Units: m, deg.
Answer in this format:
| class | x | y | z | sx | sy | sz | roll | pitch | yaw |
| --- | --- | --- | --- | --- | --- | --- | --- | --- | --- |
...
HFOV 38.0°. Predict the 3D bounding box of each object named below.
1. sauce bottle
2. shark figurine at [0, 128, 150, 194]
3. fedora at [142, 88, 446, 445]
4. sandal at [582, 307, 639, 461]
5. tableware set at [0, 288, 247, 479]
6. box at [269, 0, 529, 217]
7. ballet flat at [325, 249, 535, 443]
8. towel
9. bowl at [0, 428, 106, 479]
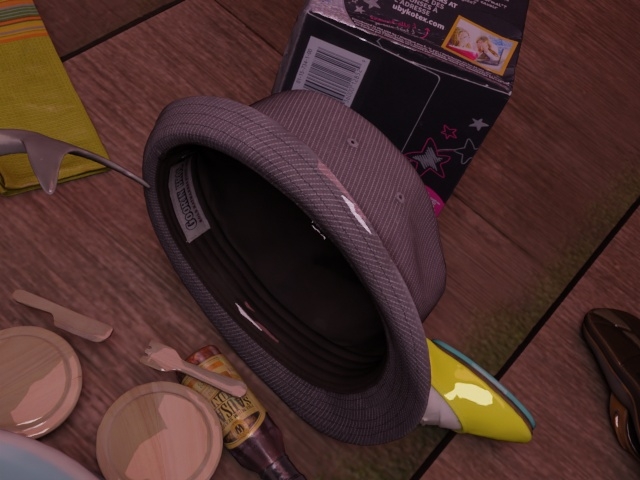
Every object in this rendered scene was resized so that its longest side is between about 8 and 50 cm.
| class | x | y | z | sx | sy | sz | roll | pitch | yaw |
| --- | --- | --- | --- | --- | --- | --- | --- | --- | --- |
| sauce bottle | -0.056 | 0.136 | 0.685 | 0.042 | 0.042 | 0.128 | -29 | 67 | -35 |
| shark figurine | -0.275 | -0.013 | 0.659 | 0.278 | 0.116 | 0.166 | -37 | 66 | 1 |
| fedora | 0.000 | 0.000 | 0.668 | 0.275 | 0.243 | 0.124 | 48 | 57 | 3 |
| sandal | 0.277 | 0.148 | 0.794 | 0.090 | 0.060 | 0.219 | 6 | 38 | -23 |
| tableware set | -0.162 | 0.125 | 0.659 | 0.194 | 0.039 | 0.128 | 23 | 62 | 5 |
| box | 0.043 | -0.108 | 0.772 | 0.163 | 0.247 | 0.142 | 21 | 49 | -3 |
| ballet flat | 0.063 | 0.097 | 0.749 | 0.077 | 0.077 | 0.231 | -41 | 72 | -16 |
| towel | -0.275 | -0.150 | 0.817 | 0.102 | 0.021 | 0.237 | -19 | 70 | -29 |
| bowl | -0.188 | 0.201 | 0.433 | 0.312 | 0.163 | 0.311 | 16 | 23 | -7 |
